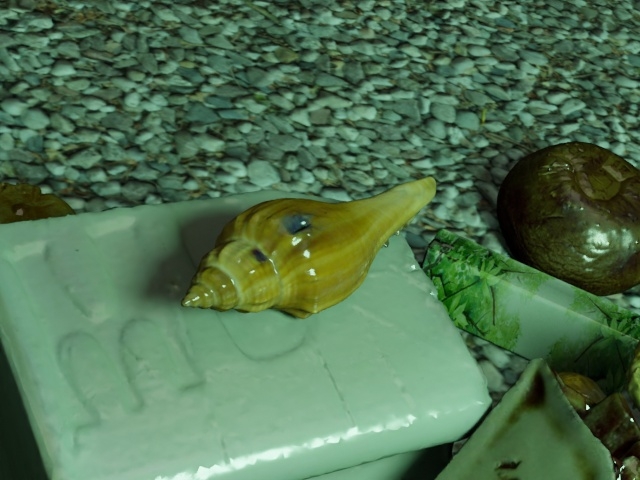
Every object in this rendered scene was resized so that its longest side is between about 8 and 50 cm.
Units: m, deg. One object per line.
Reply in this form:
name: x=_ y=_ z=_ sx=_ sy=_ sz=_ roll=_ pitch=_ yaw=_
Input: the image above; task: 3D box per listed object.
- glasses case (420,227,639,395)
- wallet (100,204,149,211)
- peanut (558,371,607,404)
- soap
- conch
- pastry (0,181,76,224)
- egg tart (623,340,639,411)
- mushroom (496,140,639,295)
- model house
glasses case: x=0.246 y=0.083 z=1.889 sx=0.272 sy=0.095 sz=0.062 roll=25 pitch=37 yaw=13
wallet: x=-0.115 y=0.103 z=1.737 sx=0.237 sy=0.075 sz=0.342 roll=-2 pitch=48 yaw=-13
peanut: x=0.299 y=0.224 z=1.732 sx=0.087 sy=0.087 sz=0.206 roll=-4 pitch=39 yaw=-23
soap: x=-0.107 y=0.130 z=1.527 sx=0.435 sy=0.213 sz=0.350 roll=-8 pitch=50 yaw=-22
conch: x=0.001 y=-0.003 z=1.467 sx=0.330 sy=0.093 sz=0.109 roll=-27 pitch=63 yaw=-33
pastry: x=-0.351 y=-0.008 z=1.821 sx=0.153 sy=0.081 sz=0.153 roll=1 pitch=35 yaw=-1
egg tart: x=0.425 y=0.210 z=1.542 sx=0.341 sy=0.129 sz=0.341 roll=20 pitch=34 yaw=-14
mushroom: x=0.335 y=-0.035 z=2.034 sx=0.231 sy=0.138 sz=0.194 roll=26 pitch=39 yaw=15
model house: x=0.234 y=0.333 z=1.449 sx=0.297 sy=0.282 sz=0.317 roll=-38 pitch=43 yaw=7
